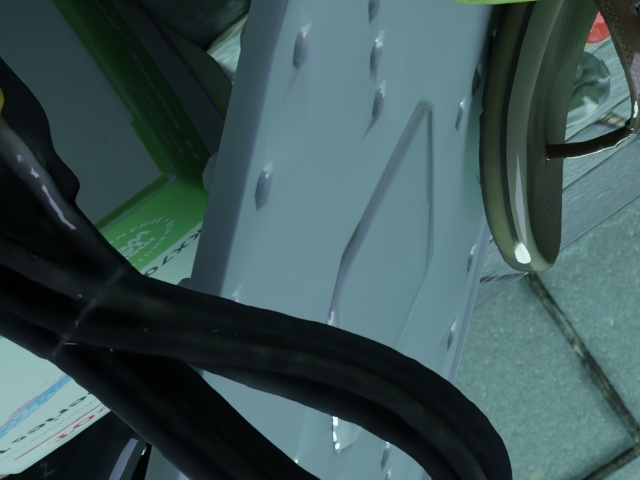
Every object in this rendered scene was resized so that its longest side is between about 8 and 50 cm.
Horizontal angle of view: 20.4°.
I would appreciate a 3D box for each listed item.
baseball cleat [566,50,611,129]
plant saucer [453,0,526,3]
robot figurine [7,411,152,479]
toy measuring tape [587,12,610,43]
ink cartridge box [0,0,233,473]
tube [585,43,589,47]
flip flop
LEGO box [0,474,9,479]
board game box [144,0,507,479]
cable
[{"bbox_3d":[0.133,-0.082,1.328,0.206,0.072,0.109,-20,171,-40],"label":"baseball cleat"},{"bbox_3d":[0.142,-0.158,0.587,0.188,0.045,0.188,-7,128,-11],"label":"plant saucer"},{"bbox_3d":[-0.099,0.124,1.146,0.174,0.209,0.278,17,113,-26],"label":"robot figurine"},{"bbox_3d":[0.180,-0.153,0.995,0.121,0.121,0.330,-35,170,8],"label":"toy measuring tape"},{"bbox_3d":[-0.121,0.005,0.776,0.207,0.119,0.353,-36,170,7],"label":"ink cartridge box"},{"bbox_3d":[0.142,-0.129,1.170,0.070,0.062,0.240,7,-163,27],"label":"tube"},{"bbox_3d":[0.136,-0.113,0.783,0.112,0.080,0.277,-14,124,-72],"label":"flip flop"},{"bbox_3d":[-0.319,0.345,1.426,0.500,0.193,0.372,-30,174,23],"label":"LEGO box"},{"bbox_3d":[0.004,0.010,0.690,0.390,0.050,0.390,-8,111,-73],"label":"board game box"},{"bbox_3d":[-0.085,0.009,0.462,0.139,0.287,0.072,-43,-178,24],"label":"cable"}]
